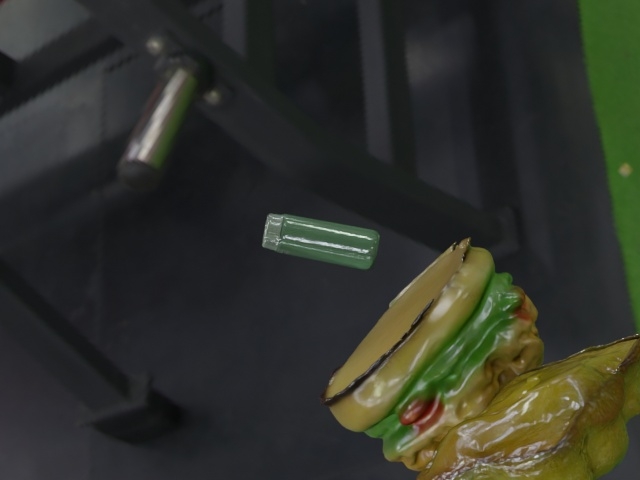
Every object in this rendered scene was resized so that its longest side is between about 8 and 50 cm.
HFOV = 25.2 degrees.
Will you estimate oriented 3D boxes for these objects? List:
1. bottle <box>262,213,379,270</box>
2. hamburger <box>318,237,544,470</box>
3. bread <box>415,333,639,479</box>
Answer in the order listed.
[{"bbox_3d":[0.000,0.000,1.049,0.030,0.083,0.030,-169,90,-85],"label":"bottle"},{"bbox_3d":[0.122,0.124,1.393,0.237,0.149,0.237,-49,4,5],"label":"hamburger"},{"bbox_3d":[0.185,0.158,1.171,0.161,0.233,0.088,-32,86,38],"label":"bread"}]
